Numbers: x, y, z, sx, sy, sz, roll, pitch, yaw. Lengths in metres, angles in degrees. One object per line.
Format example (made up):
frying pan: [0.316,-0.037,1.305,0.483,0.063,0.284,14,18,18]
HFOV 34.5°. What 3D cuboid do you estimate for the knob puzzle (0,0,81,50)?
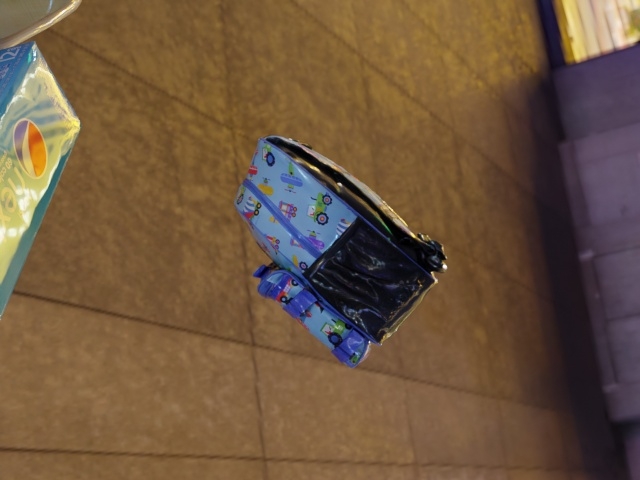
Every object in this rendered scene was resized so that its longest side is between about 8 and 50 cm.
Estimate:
knob puzzle: [-0.256,-0.181,0.745,0.213,0.213,0.030,-71,172,-50]

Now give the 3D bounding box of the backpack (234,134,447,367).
backpack: [0.000,0.000,0.813,0.173,0.117,0.158,40,4,-1]

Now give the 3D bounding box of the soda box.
soda box: [-0.201,-0.022,0.569,0.210,0.071,0.067,-83,157,-48]
